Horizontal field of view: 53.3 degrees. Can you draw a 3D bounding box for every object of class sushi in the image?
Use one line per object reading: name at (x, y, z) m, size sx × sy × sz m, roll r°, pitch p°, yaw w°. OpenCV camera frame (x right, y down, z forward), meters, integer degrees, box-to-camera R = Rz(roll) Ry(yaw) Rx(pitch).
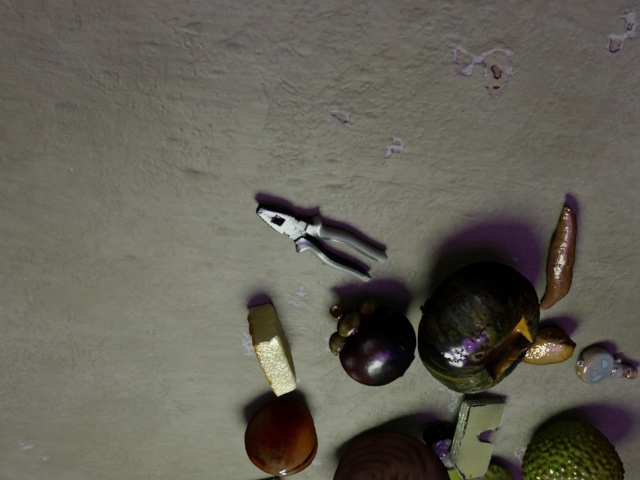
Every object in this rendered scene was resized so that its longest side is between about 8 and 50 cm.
sushi at (0.356, 0.586, 1.828) m, size 0.090 × 0.078 × 0.150 m, roll -39°, pitch 121°, yaw 10°

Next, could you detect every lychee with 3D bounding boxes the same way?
lychee at (0.723, 0.647, 1.826) m, size 0.320 × 0.270 × 0.270 m, roll -35°, pitch 132°, yaw -29°

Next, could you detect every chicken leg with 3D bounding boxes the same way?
chicken leg at (0.531, 0.288, 1.646) m, size 0.251 × 0.087 × 0.107 m, roll -16°, pitch 115°, yaw 10°

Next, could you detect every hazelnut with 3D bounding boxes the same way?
hazelnut at (-0.097, 0.518, 1.628) m, size 0.208 × 0.208 × 0.208 m, roll -4°, pitch 126°, yaw -6°

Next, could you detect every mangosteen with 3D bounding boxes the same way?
mangosteen at (0.109, 0.229, 1.484) m, size 0.230 × 0.194 × 0.194 m, roll 35°, pitch 116°, yaw -1°

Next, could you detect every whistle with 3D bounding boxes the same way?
whistle at (0.778, 0.345, 1.745) m, size 0.220 × 0.057 × 0.107 m, roll 13°, pitch 108°, yaw -23°

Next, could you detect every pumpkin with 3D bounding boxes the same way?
pumpkin at (0.362, 0.198, 1.456) m, size 0.320 × 0.192 × 0.320 m, roll -22°, pitch 130°, yaw -29°

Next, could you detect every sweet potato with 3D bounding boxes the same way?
sweet potato at (0.560, 0.052, 1.489) m, size 0.066 × 0.072 × 0.314 m, roll -1°, pitch 129°, yaw 9°

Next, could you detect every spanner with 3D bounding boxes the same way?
spanner at (0.000, 0.000, 1.377) m, size 0.325 × 0.040 × 0.095 m, roll 27°, pitch 116°, yaw -27°

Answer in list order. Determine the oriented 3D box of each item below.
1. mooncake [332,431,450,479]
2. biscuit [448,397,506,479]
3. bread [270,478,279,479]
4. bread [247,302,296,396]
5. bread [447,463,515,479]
mooncake at (0.173, 0.669, 1.709) m, size 0.334 × 0.326 × 0.174 m, roll -37°, pitch 122°, yaw -10°
biscuit at (0.432, 0.557, 1.782) m, size 0.147 × 0.046 × 0.250 m, roll 2°, pitch 105°, yaw -31°
bread at (-0.163, 0.866, 1.893) m, size 0.187 × 0.155 × 0.338 m, roll -12°, pitch 126°, yaw -7°
bread at (-0.111, 0.256, 1.486) m, size 0.068 × 0.125 × 0.188 m, roll -16°, pitch 126°, yaw 1°
bread at (0.450, 0.865, 1.901) m, size 0.348 × 0.308 × 0.348 m, roll -2°, pitch 125°, yaw -3°
